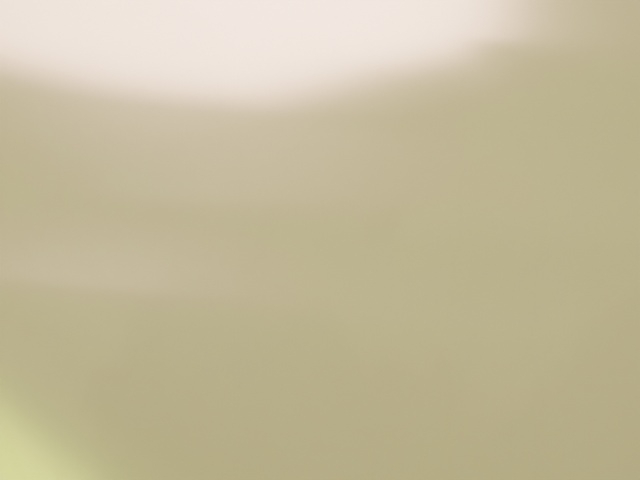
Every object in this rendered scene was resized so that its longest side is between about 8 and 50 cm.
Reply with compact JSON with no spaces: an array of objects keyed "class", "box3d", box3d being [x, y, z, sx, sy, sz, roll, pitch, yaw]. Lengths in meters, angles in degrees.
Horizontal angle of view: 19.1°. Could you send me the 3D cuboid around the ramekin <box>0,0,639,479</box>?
[{"class":"ramekin","box3d":[0.000,0.000,0.385,0.272,0.127,0.273,3,77,-15]}]
